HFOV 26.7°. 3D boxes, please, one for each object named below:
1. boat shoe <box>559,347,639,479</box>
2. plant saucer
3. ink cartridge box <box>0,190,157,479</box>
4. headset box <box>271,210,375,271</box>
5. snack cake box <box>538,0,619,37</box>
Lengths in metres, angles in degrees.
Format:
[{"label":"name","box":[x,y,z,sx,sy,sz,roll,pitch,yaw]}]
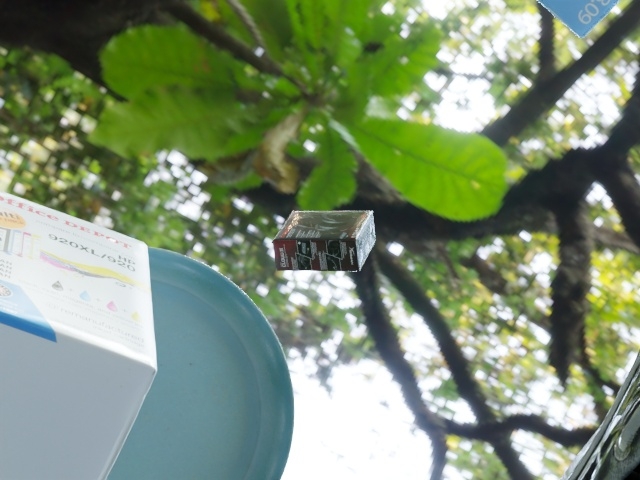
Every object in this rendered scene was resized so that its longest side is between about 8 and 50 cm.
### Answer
[{"label":"boat shoe","box":[0.145,0.136,0.556,0.113,0.105,0.306,25,-51,10]},{"label":"plant saucer","box":[-0.183,0.164,1.280,0.043,0.317,0.318,161,-49,-74]},{"label":"ink cartridge box","box":[-0.242,0.088,1.087,0.168,0.171,0.233,-63,-162,17]},{"label":"headset box","box":[0.000,0.000,1.169,0.083,0.032,0.062,1,-154,17]},{"label":"snack cake box","box":[0.162,-0.250,0.655,0.264,0.152,0.089,-46,-162,21]}]
